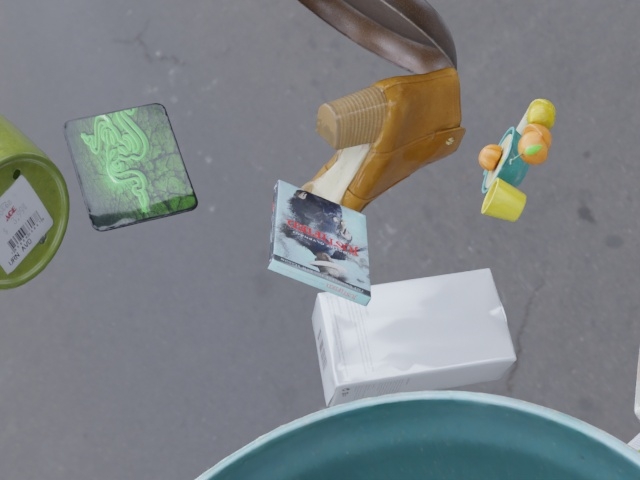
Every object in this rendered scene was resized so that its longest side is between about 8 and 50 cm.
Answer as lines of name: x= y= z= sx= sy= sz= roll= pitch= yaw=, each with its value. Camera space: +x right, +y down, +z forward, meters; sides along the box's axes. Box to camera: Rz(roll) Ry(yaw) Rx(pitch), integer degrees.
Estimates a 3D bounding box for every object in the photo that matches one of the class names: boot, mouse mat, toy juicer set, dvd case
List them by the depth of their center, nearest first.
dvd case: x=0.000 y=0.000 z=0.814 sx=0.013 sy=0.087 sz=0.119 roll=-59 pitch=16 yaw=32
boot: x=0.088 y=-0.091 z=1.338 sx=0.211 sy=0.295 sz=0.104 roll=-15 pitch=48 yaw=-25
mouse mat: x=-0.271 y=-0.108 z=1.406 sx=0.153 sy=0.007 sz=0.189 roll=-15 pitch=66 yaw=-17
toy juicer set: x=0.352 y=-0.177 z=1.822 sx=0.329 sy=0.090 sz=0.209 roll=-70 pitch=3 yaw=-68

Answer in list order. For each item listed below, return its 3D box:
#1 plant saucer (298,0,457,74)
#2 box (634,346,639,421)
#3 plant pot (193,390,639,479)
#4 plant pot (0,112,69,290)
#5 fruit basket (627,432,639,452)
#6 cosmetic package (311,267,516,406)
plant saucer: x=0.063 y=-0.320 z=1.347 sx=0.311 sy=0.311 sz=0.050 roll=30 pitch=88 yaw=47
box: x=0.441 y=0.101 z=0.849 sx=0.311 sy=0.121 sz=0.148 roll=-29 pitch=16 yaw=30
plant pot: x=0.051 y=0.241 z=0.435 sx=0.293 sy=0.196 sz=0.293 roll=-14 pitch=40 yaw=12
plant pot: x=-0.406 y=-0.056 z=1.002 sx=0.294 sy=0.275 sz=0.274 roll=17 pitch=71 yaw=28
fruit basket: x=0.596 y=0.383 z=1.537 sx=0.353 sy=0.165 sz=0.327 roll=-28 pitch=21 yaw=-21
cosmetic package: x=0.190 y=0.203 z=2.073 sx=0.385 sy=0.156 sz=0.217 roll=-5 pitch=65 yaw=-10
